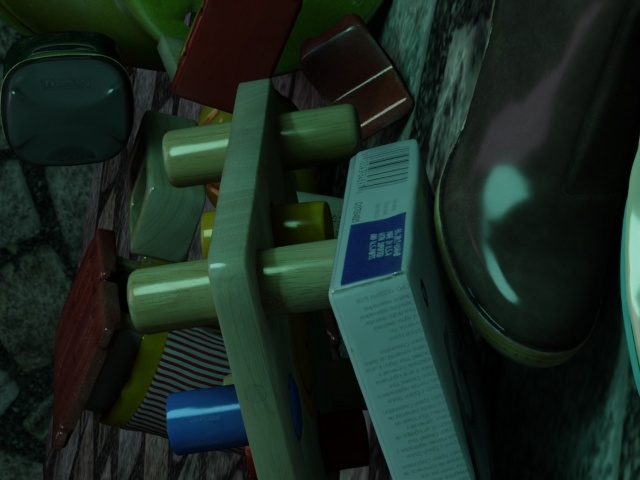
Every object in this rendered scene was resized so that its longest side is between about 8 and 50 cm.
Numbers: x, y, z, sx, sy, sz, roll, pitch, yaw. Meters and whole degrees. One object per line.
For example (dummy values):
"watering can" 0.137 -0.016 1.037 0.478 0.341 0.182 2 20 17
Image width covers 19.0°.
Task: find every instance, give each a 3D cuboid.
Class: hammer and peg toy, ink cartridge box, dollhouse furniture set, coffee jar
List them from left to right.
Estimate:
"coffee jar" -0.187 -0.106 1.404 0.184 0.096 0.079 -121 28 -75
"dollhouse furniture set" -0.050 -0.006 1.400 0.152 0.201 0.374 -102 31 -56
"hammer and peg toy" -0.010 0.112 1.161 0.266 0.127 0.361 -86 -14 -63
"ink cartridge box" 0.061 0.083 1.003 0.223 0.045 0.224 -80 -25 -70

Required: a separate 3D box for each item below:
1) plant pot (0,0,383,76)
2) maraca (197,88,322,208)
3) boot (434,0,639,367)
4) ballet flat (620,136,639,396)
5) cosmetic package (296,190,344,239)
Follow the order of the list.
"plant pot" -0.105 -0.285 1.555 0.353 0.366 0.366 -140 60 -61
"maraca" -0.045 -0.047 1.568 0.186 0.099 0.127 70 164 -9
"boot" 0.127 -0.086 0.931 0.207 0.090 0.248 114 163 -53
"ballet flat" 0.169 -0.034 0.773 0.086 0.086 0.248 123 154 -59
"cosmetic package" 0.000 0.000 1.335 0.041 0.115 0.060 -129 48 -70
